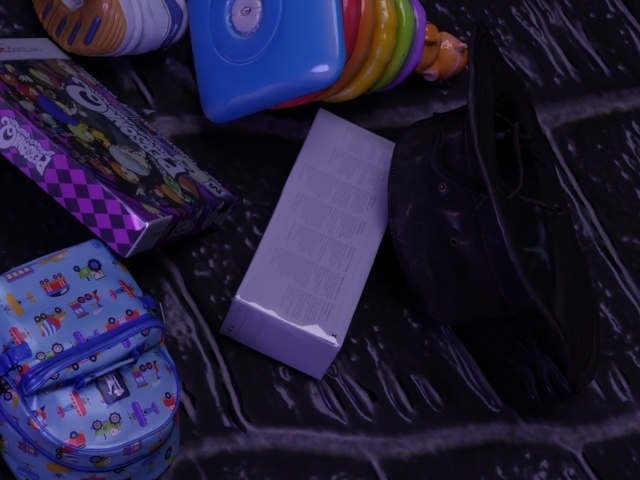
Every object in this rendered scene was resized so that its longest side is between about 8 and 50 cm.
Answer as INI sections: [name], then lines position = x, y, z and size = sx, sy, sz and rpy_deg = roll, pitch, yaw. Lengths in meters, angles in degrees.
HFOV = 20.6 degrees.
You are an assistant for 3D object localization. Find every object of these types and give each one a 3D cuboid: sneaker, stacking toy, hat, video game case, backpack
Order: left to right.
[sneaker]
position = -0.227, -0.280, 1.626
size = 0.131, 0.112, 0.296
rpy_deg = -4, 56, -47
[backpack]
position = -0.181, 0.107, 1.335
size = 0.158, 0.117, 0.173
rpy_deg = -19, 66, -33
[video game case]
position = -0.196, -0.083, 1.447
size = 0.232, 0.042, 0.210
rpy_deg = 40, 16, 9
[stacking toy]
position = 0.036, -0.189, 1.616
size = 0.302, 0.175, 0.165
rpy_deg = 4, 75, -47
[hat]
position = 0.133, -0.016, 1.526
size = 0.134, 0.331, 0.331
rpy_deg = -17, 54, 15

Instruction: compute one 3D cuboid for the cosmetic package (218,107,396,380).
[cosmetic package]
position = 0.000, 0.000, 1.524
size = 0.099, 0.060, 0.239
rpy_deg = 24, 49, -1
